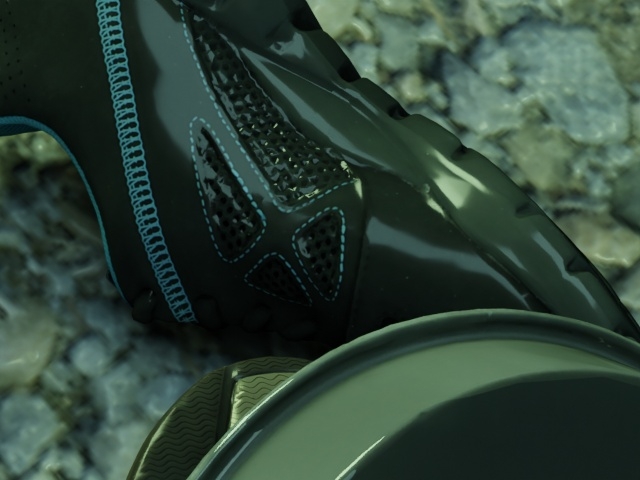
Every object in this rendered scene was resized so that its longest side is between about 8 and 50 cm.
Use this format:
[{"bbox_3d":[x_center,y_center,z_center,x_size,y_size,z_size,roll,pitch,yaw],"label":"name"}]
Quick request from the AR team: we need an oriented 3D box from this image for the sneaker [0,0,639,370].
[{"bbox_3d":[0.000,0.000,0.785,0.341,0.125,0.140,43,91,11],"label":"sneaker"}]

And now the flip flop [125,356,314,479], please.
[{"bbox_3d":[-0.019,0.178,0.693,0.112,0.080,0.277,-1,77,-17],"label":"flip flop"}]

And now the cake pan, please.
[{"bbox_3d":[0.071,0.167,0.647,0.293,0.054,0.293,2,84,-25],"label":"cake pan"}]
